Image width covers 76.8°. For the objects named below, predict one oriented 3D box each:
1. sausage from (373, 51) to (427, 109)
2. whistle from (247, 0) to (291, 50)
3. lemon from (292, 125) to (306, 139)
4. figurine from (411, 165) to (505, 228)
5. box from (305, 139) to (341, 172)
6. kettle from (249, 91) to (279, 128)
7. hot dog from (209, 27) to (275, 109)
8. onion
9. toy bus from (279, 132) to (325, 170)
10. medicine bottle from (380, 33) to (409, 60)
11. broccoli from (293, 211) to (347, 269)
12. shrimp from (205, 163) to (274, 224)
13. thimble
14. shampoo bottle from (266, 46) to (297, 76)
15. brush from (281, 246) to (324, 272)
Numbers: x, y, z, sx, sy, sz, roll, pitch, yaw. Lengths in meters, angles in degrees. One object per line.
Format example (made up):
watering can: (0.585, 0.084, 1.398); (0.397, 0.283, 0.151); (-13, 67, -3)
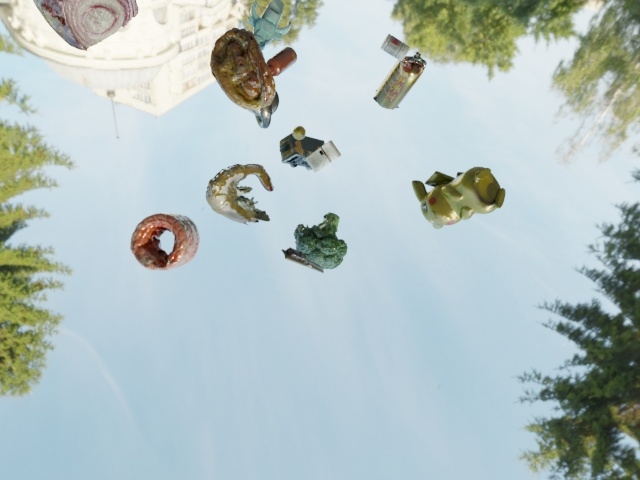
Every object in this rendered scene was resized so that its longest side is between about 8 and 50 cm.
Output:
sausage: (0.337, -0.660, 1.652); (0.125, 0.317, 0.117); (25, -108, -9)
whistle: (-0.242, -0.961, 1.813); (0.186, 0.273, 0.093); (26, 175, -13)
lemon: (-0.099, -0.505, 1.894); (0.065, 0.065, 0.092); (7, -166, -9)
figurine: (0.461, -0.153, 1.407); (0.218, 0.327, 0.169); (53, -134, -10)
box: (0.012, -0.378, 1.823); (0.083, 0.154, 0.040); (57, -139, -6)
kettle: (-0.274, -0.618, 1.802); (0.161, 0.221, 0.236); (-15, -145, -19)
hot dog: (-0.245, -0.537, 1.265); (0.258, 0.175, 0.114); (62, -165, 6)
onion: (-0.628, -0.640, 1.026); (0.207, 0.206, 0.216); (30, -117, 17)
toy bus: (-0.094, -0.505, 2.298); (0.275, 0.139, 0.166); (-2, -103, -46)
medicine bottle: (0.271, -0.703, 1.470); (0.091, 0.058, 0.058); (27, -141, -11)
broccoli: (0.000, 0.000, 1.766); (0.270, 0.270, 0.270); (21, -116, 7)
shrimp: (-0.189, -0.121, 1.045); (0.058, 0.173, 0.253); (48, -165, 27)
thimble: (-0.620, 0.004, 1.617); (0.240, 0.239, 0.162); (19, -176, 5)
shampoo bottle: (-0.191, -0.777, 1.782); (0.086, 0.085, 0.244); (25, -131, 12)
brush: (-0.050, 0.070, 1.404); (0.248, 0.036, 0.043); (30, -150, -56)
